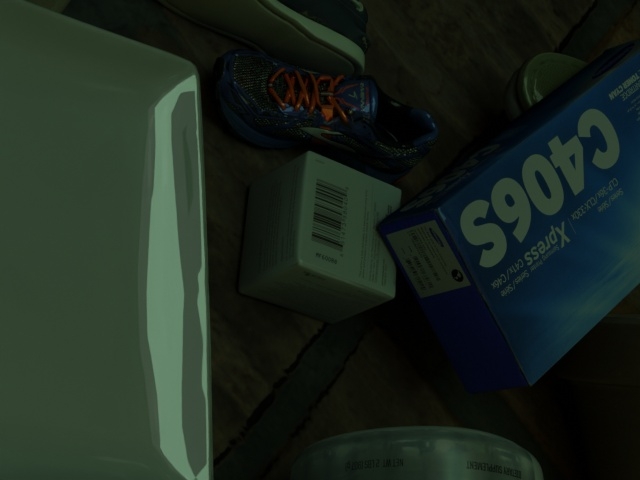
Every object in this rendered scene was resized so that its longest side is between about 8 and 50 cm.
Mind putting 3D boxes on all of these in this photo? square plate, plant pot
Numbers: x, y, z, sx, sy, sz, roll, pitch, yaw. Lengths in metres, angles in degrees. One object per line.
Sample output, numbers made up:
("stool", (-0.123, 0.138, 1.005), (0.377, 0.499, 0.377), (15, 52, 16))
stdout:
("square plate", (-0.196, 0.009, 1.056), (0.347, 0.049, 0.344), (14, 71, -55))
("plant pot", (0.327, 0.179, 1.368), (0.263, 0.263, 0.229), (4, 88, -38))

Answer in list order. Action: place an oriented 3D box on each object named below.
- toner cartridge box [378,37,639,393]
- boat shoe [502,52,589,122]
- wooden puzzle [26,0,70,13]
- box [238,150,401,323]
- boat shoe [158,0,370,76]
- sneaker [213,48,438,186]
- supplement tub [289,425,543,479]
("toner cartridge box", (0.214, -0.031, 1.329), (0.348, 0.075, 0.165), (-37, 105, -37))
("boat shoe", (0.278, -0.068, 1.503), (0.302, 0.103, 0.113), (34, 67, -24))
("wooden puzzle", (-0.225, -0.206, 1.218), (0.078, 0.014, 0.116), (49, 49, -17))
("box", (0.000, 0.000, 1.261), (0.102, 0.087, 0.101), (22, 60, -32))
("boat shoe", (-0.056, -0.219, 1.303), (0.255, 0.095, 0.079), (26, 59, -30))
("sneaker", (0.007, -0.115, 1.315), (0.221, 0.087, 0.083), (16, 62, -33))
("supplement tub", (0.070, 0.306, 1.119), (0.194, 0.194, 0.316), (16, 62, -33))
